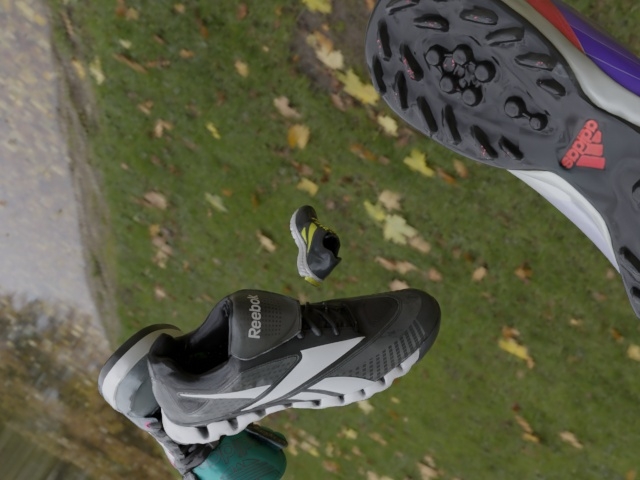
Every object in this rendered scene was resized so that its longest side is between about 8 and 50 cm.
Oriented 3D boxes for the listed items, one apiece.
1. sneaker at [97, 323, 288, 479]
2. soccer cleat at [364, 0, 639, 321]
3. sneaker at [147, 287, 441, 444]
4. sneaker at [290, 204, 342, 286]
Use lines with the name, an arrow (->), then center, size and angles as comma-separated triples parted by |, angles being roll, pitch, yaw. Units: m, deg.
sneaker -> -0.124, 0.208, 1.028 | 0.178, 0.124, 0.295 | 40, 167, 21
soccer cleat -> 0.169, -0.038, 0.490 | 0.318, 0.116, 0.109 | 41, 127, 18
sneaker -> -0.024, 0.077, 0.720 | 0.234, 0.078, 0.106 | -19, 134, 3
sneaker -> 0.000, 0.000, 0.770 | 0.035, 0.083, 0.031 | -36, 131, 23
